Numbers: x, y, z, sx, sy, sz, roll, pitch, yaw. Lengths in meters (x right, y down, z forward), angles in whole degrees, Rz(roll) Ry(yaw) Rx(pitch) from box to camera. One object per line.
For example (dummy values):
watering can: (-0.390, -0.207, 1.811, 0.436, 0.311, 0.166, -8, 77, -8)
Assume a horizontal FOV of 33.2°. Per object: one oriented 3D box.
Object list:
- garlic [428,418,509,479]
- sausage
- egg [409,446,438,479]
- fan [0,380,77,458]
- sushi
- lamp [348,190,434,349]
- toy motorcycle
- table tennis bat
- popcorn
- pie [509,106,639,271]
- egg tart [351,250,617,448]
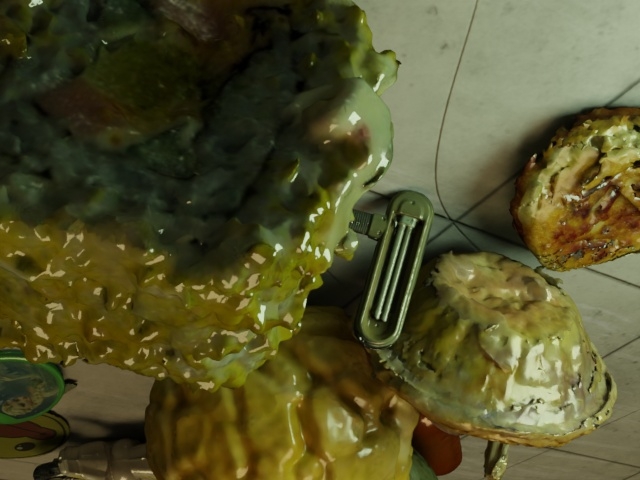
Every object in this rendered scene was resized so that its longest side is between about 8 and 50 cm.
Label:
garlic: (0.255, 0.240, 1.578, 0.245, 0.253, 0.245, -2, 141, -1)
sausage: (0.190, 0.334, 1.842, 0.097, 0.094, 0.348, -12, 147, 3)
egg: (0.028, 0.503, 1.756, 0.345, 0.345, 0.428, 11, 115, -26)
fan: (-0.493, 0.292, 1.717, 0.230, 0.011, 0.335, 24, 136, -38)
sushi: (-0.122, -0.079, 0.891, 0.351, 0.396, 0.240, 16, 143, 1)
lamp: (-0.004, 0.001, 1.221, 0.124, 0.203, 0.283, -9, 156, 38)
toy motorcycle: (-0.300, 0.386, 1.809, 0.341, 0.107, 0.223, 12, 151, -37)
table tennis bat: (-0.496, 0.243, 1.600, 0.257, 0.039, 0.160, -34, 134, 22)
popcorn: (-0.060, 0.274, 1.476, 0.354, 0.344, 0.390, -1, 151, -18)
pie: (0.369, -0.057, 1.298, 0.308, 0.085, 0.308, -5, 146, -4)
egg tart: (0.213, 0.114, 1.348, 0.352, 0.352, 0.150, 4, 118, -17)
